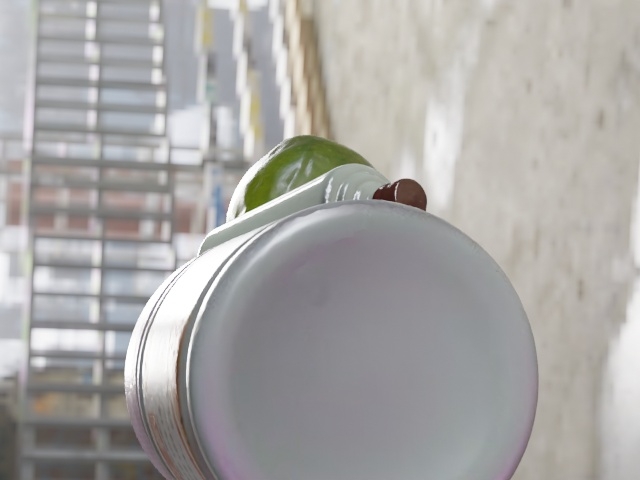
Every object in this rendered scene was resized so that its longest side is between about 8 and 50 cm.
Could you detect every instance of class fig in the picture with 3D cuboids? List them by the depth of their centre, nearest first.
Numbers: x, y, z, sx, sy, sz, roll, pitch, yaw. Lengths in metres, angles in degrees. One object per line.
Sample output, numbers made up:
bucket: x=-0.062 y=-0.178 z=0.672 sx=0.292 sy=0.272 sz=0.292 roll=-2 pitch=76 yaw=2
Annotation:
fig: x=-0.042 y=0.016 z=2.309 sx=0.314 sy=0.233 sz=0.233 roll=-52 pitch=-8 yaw=-28

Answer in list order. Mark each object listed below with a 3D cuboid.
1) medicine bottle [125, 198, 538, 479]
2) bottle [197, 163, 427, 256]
medicine bottle: x=-0.007 y=0.087 z=1.138 sx=0.316 sy=0.202 sz=0.202 roll=159 pitch=113 yaw=-77
bottle: x=0.000 y=0.000 z=1.602 sx=0.245 sy=0.104 sz=0.104 roll=-25 pitch=59 yaw=46
